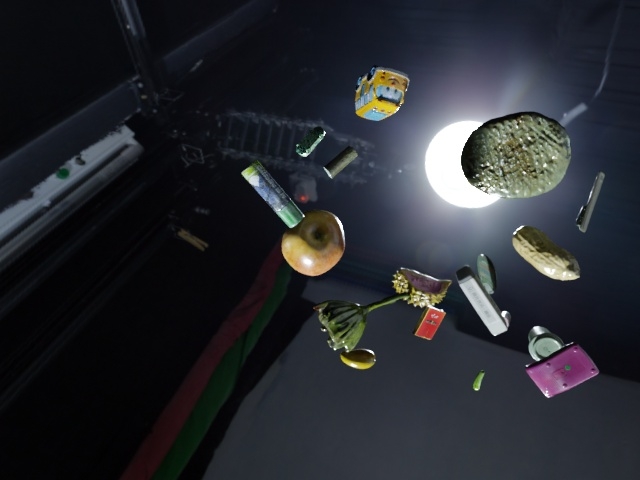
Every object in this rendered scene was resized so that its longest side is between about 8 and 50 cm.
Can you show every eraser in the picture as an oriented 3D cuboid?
[{"bbox_3d":[0.778,0.288,2.098,0.089,0.352,0.061,-38,-7,37],"label":"eraser"}]

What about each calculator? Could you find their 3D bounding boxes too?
[{"bbox_3d":[0.792,0.426,1.421,0.190,0.127,0.034,-40,-7,24],"label":"calculator"}]

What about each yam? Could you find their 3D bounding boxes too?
[{"bbox_3d":[0.091,-0.366,2.015,0.169,0.068,0.068,-42,-25,-8],"label":"yam"}]

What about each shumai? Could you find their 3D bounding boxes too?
[{"bbox_3d":[0.773,-0.342,1.770,0.323,0.397,0.325,-36,-61,-72],"label":"shumai"}]

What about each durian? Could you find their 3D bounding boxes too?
[{"bbox_3d":[0.379,0.182,1.629,0.165,0.182,0.132,-24,47,55],"label":"durian"}]

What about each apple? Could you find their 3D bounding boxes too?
[{"bbox_3d":[-0.039,0.006,2.576,0.346,0.391,0.392,102,-172,-76],"label":"apple"}]

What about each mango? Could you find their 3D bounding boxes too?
[{"bbox_3d":[0.171,0.540,1.988,0.103,0.160,0.076,-82,-1,-67],"label":"mango"}]

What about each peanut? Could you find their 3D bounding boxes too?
[{"bbox_3d":[0.971,0.059,1.872,0.153,0.325,0.140,20,-67,-49],"label":"peanut"}]

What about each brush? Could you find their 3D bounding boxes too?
[{"bbox_3d":[0.828,-0.120,1.333,0.034,0.027,0.191,20,-91,-29],"label":"brush"}]

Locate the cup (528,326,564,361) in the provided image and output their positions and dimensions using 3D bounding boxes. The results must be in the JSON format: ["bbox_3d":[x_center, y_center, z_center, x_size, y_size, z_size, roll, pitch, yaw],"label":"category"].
[{"bbox_3d":[0.845,0.386,1.636,0.141,0.119,0.120,-31,-46,-69],"label":"cup"}]

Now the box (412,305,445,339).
[{"bbox_3d":[0.445,0.338,1.776,0.133,0.090,0.023,-63,26,11],"label":"box"}]

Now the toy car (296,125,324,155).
[{"bbox_3d":[-0.046,-0.514,2.252,0.186,0.093,0.058,-50,-36,-9],"label":"toy car"}]

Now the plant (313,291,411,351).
[{"bbox_3d":[0.133,0.228,1.514,0.333,0.180,0.251,-42,-25,-1],"label":"plant"}]

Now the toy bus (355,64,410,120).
[{"bbox_3d":[0.189,-0.463,1.388,0.209,0.126,0.136,-169,90,-73],"label":"toy bus"}]

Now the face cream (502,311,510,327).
[{"bbox_3d":[0.976,0.425,2.296,0.198,0.057,0.084,-5,-78,-64],"label":"face cream"}]

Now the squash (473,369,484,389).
[{"bbox_3d":[0.621,0.547,1.699,0.027,0.027,0.089,-22,-54,-68],"label":"squash"}]

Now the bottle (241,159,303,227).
[{"bbox_3d":[-0.210,-0.205,1.940,0.330,0.093,0.093,49,-137,-14],"label":"bottle"}]

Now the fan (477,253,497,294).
[{"bbox_3d":[0.854,0.205,2.183,0.223,0.012,0.295,85,175,-72],"label":"fan"}]
